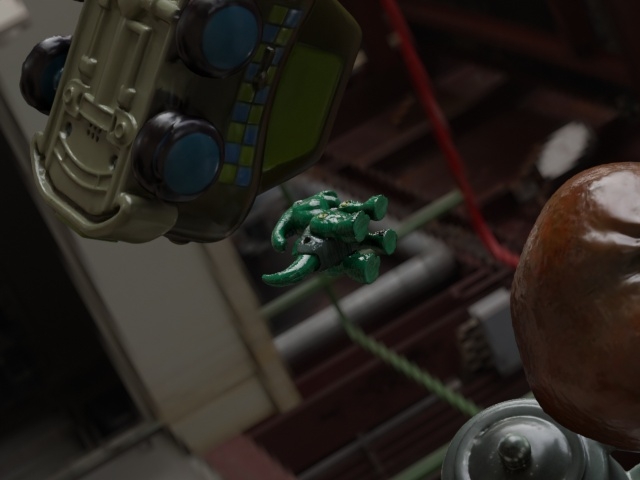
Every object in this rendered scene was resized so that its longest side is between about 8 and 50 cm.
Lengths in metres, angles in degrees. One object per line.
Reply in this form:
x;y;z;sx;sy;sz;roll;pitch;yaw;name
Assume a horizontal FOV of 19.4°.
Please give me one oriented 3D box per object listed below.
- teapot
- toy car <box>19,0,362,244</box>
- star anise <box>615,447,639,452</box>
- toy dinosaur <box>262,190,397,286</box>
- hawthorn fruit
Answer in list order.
0.169;0.186;1.439;0.149;0.239;0.162;66;6;-50;teapot
-0.070;-0.113;1.279;0.204;0.198;0.247;34;-71;49;toy car
0.198;0.291;1.679;0.148;0.346;0.237;38;-17;31;star anise
0.000;0.000;1.443;0.096;0.132;0.059;2;-59;33;toy dinosaur
0.213;0.062;1.301;0.199;0.199;0.251;55;-32;18;hawthorn fruit
